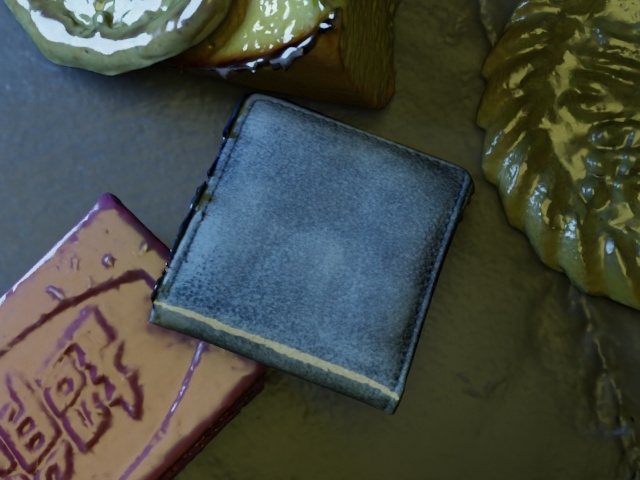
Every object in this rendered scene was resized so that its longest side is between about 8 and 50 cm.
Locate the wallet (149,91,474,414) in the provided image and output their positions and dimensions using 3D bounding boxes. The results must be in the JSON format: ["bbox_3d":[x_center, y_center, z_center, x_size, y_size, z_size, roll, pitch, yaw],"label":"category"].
[{"bbox_3d":[-0.001,0.002,1.250,0.167,0.036,0.222,21,45,-1],"label":"wallet"}]

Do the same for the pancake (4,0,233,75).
[{"bbox_3d":[-0.132,-0.218,1.307,0.212,0.029,0.235,-46,64,15],"label":"pancake"}]

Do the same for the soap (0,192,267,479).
[{"bbox_3d":[-0.163,0.113,1.263,0.162,0.099,0.250,44,83,-2],"label":"soap"}]

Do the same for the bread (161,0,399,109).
[{"bbox_3d":[-0.027,-0.166,1.273,0.169,0.160,0.140,7,81,0],"label":"bread"}]

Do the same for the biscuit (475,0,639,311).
[{"bbox_3d":[0.197,-0.074,1.325,0.187,0.036,0.273,-11,81,-3],"label":"biscuit"}]
